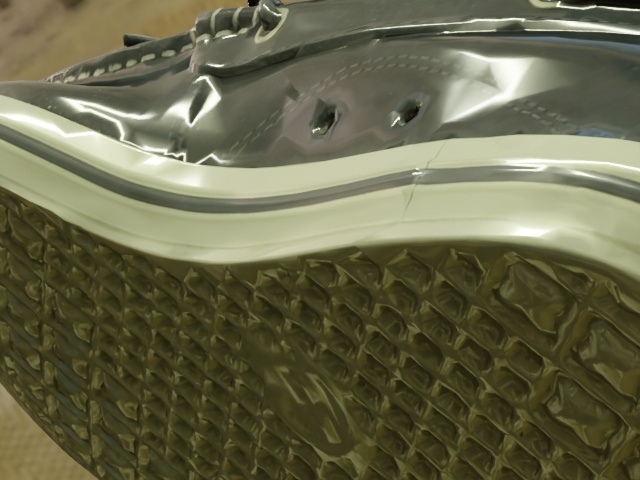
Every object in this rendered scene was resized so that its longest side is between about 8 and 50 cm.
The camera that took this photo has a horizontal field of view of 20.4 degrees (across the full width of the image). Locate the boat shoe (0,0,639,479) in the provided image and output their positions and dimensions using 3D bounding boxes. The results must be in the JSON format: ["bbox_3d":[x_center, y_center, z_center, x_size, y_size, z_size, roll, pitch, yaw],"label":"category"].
[{"bbox_3d":[0.000,0.000,0.629,0.500,0.187,0.156,2,37,50],"label":"boat shoe"}]
